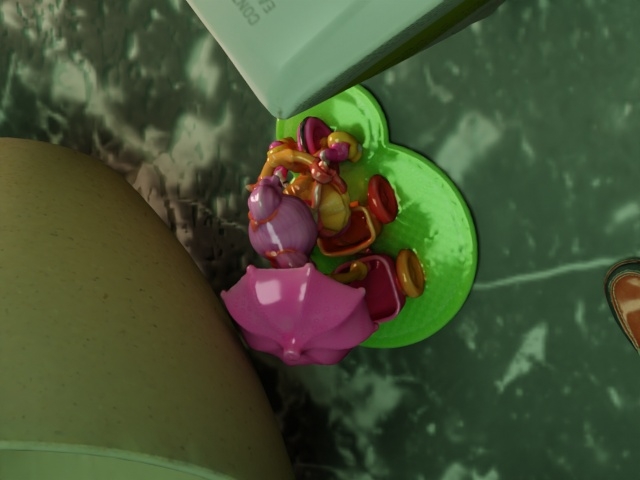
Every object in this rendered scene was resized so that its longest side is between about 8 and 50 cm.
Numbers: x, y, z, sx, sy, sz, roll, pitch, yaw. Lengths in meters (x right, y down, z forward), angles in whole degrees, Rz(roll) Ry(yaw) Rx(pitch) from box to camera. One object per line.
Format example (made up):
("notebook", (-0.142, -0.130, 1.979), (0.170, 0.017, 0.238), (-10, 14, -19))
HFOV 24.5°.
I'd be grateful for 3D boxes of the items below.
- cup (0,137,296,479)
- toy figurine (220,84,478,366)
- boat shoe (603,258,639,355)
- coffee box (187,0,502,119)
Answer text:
("cup", (-0.181, 0.084, 0.833), (0.331, 0.331, 0.237), (-24, 53, 24))
("toy figurine", (0.000, 0.000, 0.823), (0.130, 0.159, 0.173), (-17, 97, 23))
("boat shoe", (0.207, 0.069, 0.829), (0.049, 0.043, 0.137), (-38, 88, 26))
("coffee box", (0.067, -0.302, 0.625), (0.338, 0.334, 0.338), (-35, 91, 26))
